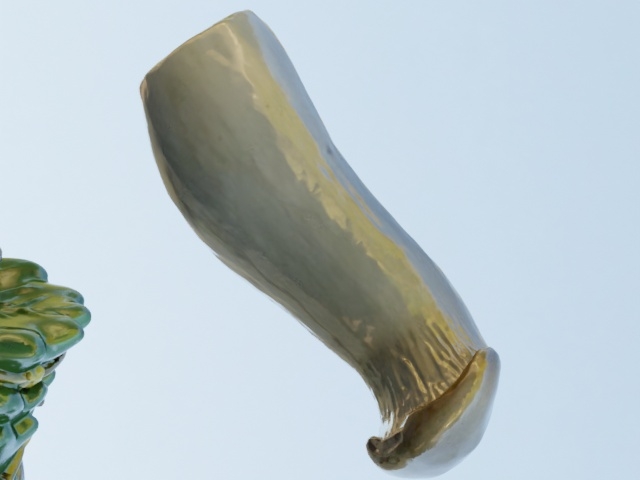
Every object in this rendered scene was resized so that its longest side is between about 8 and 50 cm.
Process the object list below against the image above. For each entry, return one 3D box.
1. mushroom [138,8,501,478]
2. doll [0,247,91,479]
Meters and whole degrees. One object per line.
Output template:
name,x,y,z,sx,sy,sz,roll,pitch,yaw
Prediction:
mushroom,0.000,0.000,1.237,0.122,0.159,0.329,-40,-102,11
doll,-0.096,0.055,0.514,0.076,0.078,0.113,2,-85,35
